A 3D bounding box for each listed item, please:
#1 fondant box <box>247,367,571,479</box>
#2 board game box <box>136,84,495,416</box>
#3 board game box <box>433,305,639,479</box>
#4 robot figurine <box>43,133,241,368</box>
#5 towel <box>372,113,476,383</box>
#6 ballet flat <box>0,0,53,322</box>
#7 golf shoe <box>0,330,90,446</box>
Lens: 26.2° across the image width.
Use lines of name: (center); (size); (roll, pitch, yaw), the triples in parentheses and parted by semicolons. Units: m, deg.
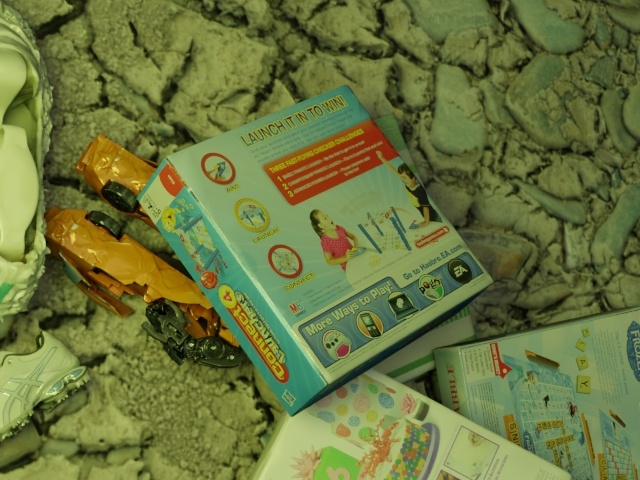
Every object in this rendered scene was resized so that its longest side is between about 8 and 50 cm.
fondant box: (0.089, 0.303, 1.584); (0.330, 0.096, 0.238); (29, 75, -5)
board game box: (0.000, 0.000, 1.568); (0.308, 0.086, 0.302); (-26, 76, -42)
board game box: (0.315, 0.264, 1.762); (0.318, 0.066, 0.319); (-8, 89, -28)
robot figurine: (-0.174, 0.018, 1.584); (0.291, 0.085, 0.211); (36, 65, -14)
towel: (0.053, 0.025, 1.725); (0.248, 0.038, 0.325); (-21, 87, -29)
ballet flat: (-0.339, -0.114, 1.467); (0.147, 0.147, 0.409); (2, 66, -26)
golf shoe: (-0.337, 0.166, 1.482); (0.176, 0.069, 0.086); (-37, 90, -39)
